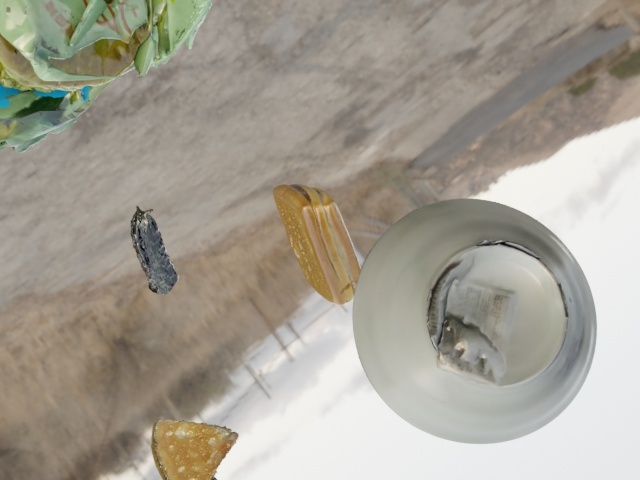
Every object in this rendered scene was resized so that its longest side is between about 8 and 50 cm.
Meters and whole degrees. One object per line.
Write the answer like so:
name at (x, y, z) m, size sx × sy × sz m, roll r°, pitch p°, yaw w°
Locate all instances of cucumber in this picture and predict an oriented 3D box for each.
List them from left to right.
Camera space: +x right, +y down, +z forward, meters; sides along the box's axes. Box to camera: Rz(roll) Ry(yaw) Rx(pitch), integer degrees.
cucumber at (-0.253, 0.018, 1.446) m, size 0.053 × 0.053 × 0.181 m, roll -37°, pitch 142°, yaw -23°

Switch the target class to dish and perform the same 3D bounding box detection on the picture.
dish at (0.201, 0.093, 1.157) m, size 0.316 × 0.316 × 0.106 m, roll -38°, pitch 180°, yaw -11°

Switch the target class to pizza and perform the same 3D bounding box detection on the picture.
pizza at (-0.109, 0.192, 0.854) m, size 0.078 × 0.083 × 0.025 m, roll -15°, pitch 160°, yaw -25°

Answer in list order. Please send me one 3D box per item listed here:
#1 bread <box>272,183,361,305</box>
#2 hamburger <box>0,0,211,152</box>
bread at (0.000, 0.000, 1.471) m, size 0.077 × 0.200 × 0.116 m, roll -27°, pitch -153°, yaw -11°
hamburger at (-0.205, -0.195, 0.746) m, size 0.150 × 0.260 × 0.276 m, roll 18°, pitch -99°, yaw 44°
